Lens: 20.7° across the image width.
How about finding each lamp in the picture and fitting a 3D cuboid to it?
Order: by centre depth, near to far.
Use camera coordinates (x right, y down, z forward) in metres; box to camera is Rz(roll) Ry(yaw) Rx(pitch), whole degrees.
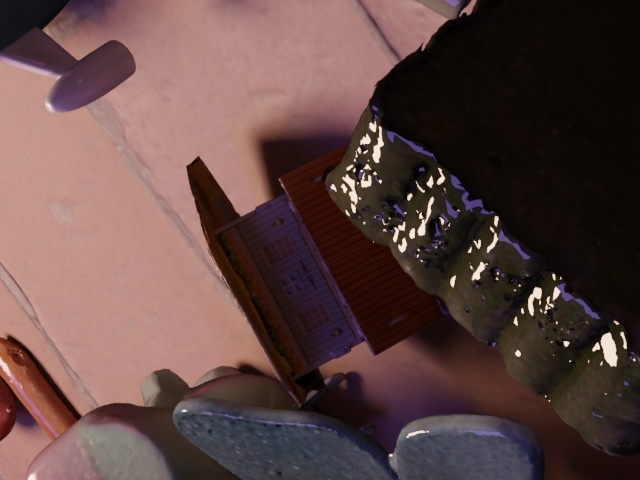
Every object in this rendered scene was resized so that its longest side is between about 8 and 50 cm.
[{"bbox_3d":[-0.083,0.206,1.533,0.247,0.301,0.247,-41,69,21],"label":"lamp"}]

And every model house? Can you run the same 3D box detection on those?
[{"bbox_3d":[0.000,0.000,1.365,0.219,0.136,0.207,63,-172,3],"label":"model house"}]

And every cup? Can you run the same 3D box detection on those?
[{"bbox_3d":[-0.256,-0.229,1.352,0.299,0.173,0.167,46,149,5],"label":"cup"}]

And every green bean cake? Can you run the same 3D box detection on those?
[{"bbox_3d":[0.167,-0.033,0.985,0.255,0.241,0.132,42,146,10],"label":"green bean cake"}]

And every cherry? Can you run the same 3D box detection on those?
[{"bbox_3d":[-0.440,0.194,2.109,0.225,0.090,0.107,6,131,48],"label":"cherry"}]

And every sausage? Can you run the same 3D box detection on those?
[{"bbox_3d":[-0.315,0.186,1.999,0.186,0.043,0.043,53,148,-8],"label":"sausage"}]

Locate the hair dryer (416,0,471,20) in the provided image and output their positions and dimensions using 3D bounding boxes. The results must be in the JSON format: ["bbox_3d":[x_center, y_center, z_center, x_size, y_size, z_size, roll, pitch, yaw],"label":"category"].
[{"bbox_3d":[0.037,-0.240,1.102,0.219,0.088,0.225,46,134,-9],"label":"hair dryer"}]

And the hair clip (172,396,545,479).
[{"bbox_3d":[0.092,0.289,1.311,0.318,0.238,0.392,-12,145,43],"label":"hair clip"}]

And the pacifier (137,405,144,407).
[{"bbox_3d":[-0.205,0.279,1.867,0.287,0.238,0.225,21,109,11],"label":"pacifier"}]
